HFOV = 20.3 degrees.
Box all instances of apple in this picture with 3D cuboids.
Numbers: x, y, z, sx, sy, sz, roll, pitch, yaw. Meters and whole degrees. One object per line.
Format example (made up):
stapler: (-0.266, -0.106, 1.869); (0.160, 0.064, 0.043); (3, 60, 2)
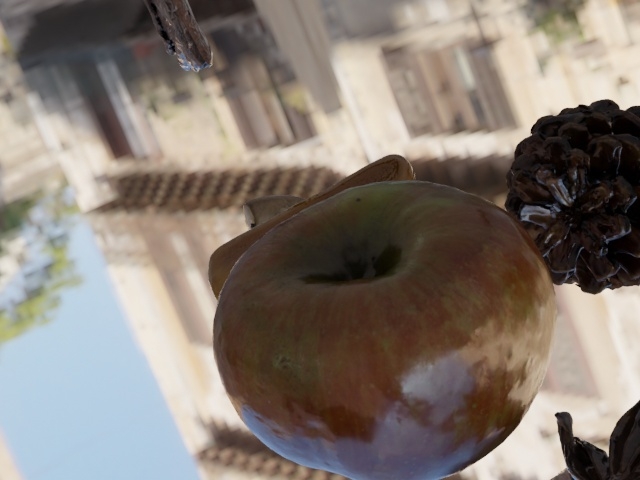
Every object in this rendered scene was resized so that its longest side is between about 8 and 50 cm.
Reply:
apple: (0.062, 0.095, 1.580); (0.309, 0.250, 0.277); (-20, -144, -11)

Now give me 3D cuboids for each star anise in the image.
star anise: (0.254, 0.224, 1.543); (0.230, 0.081, 0.262); (-56, -166, 9)

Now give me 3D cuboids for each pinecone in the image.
pinecone: (0.298, -0.038, 1.916); (0.221, 0.221, 0.221); (-21, -165, 6)

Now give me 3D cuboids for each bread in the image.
bread: (0.000, 0.000, 1.807); (0.239, 0.074, 0.092); (-28, -149, 14)

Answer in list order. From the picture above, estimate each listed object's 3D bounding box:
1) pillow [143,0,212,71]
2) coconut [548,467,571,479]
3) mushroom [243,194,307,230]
pillow: (-0.170, -0.259, 2.082); (0.049, 0.135, 0.248); (-25, -171, -3)
coconut: (0.305, 0.369, 1.986); (0.245, 0.233, 0.233); (17, -161, -1)
mushroom: (0.027, 0.053, 2.166); (0.151, 0.286, 0.156); (-26, 166, -17)
